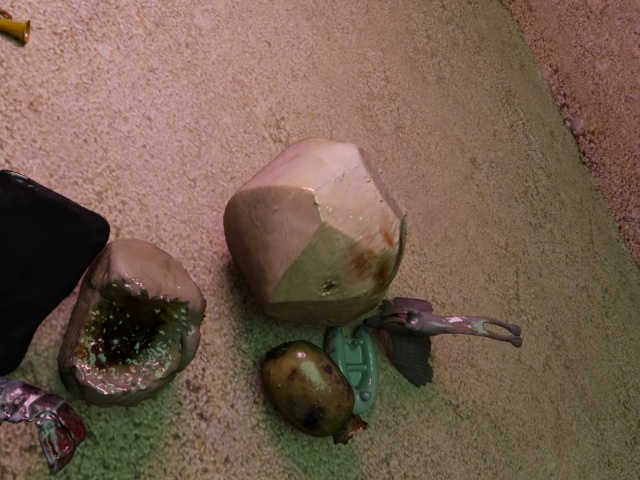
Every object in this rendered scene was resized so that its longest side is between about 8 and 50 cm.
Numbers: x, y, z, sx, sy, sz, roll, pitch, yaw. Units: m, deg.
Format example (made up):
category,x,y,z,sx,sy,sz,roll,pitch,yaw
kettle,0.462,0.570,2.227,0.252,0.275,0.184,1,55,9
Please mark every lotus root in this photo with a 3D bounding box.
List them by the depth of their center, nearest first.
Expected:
category,x,y,z,sx,sy,sz,roll,pitch,yaw
lotus root,-0.008,0.323,0.993,0.278,0.154,0.154,51,52,-8

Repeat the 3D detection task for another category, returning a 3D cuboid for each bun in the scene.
category,x,y,z,sx,sy,sz,roll,pitch,yaw
bun,-0.304,0.142,0.818,0.205,0.282,0.281,25,59,-33

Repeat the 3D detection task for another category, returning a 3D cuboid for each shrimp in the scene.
category,x,y,z,sx,sy,sz,roll,pitch,yaw
shrimp,-0.530,0.244,0.644,0.411,0.221,0.165,-7,84,-5

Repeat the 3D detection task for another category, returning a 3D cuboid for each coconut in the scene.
category,x,y,z,sx,sy,sz,roll,pitch,yaw
coconut,0.000,0.000,1.010,0.416,0.345,0.414,16,60,-30

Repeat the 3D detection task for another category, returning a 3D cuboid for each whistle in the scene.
category,x,y,z,sx,sy,sz,roll,pitch,yaw
whistle,-0.637,-0.441,0.961,0.109,0.046,0.057,17,77,-21

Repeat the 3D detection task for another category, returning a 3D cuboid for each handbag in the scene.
category,x,y,z,sx,sy,sz,roll,pitch,yaw
handbag,-0.477,0.063,0.716,0.332,0.075,0.192,-53,134,2

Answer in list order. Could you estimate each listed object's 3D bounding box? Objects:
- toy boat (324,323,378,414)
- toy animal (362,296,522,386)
category,x,y,z,sx,sy,sz,roll,pitch,yaw
toy boat,0.079,0.289,1.112,0.134,0.079,0.207,13,63,-32
toy animal,0.264,0.209,1.115,0.302,0.284,0.224,26,61,-42
